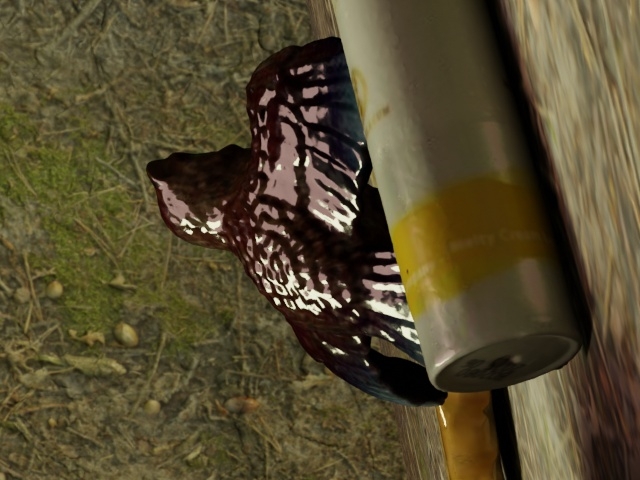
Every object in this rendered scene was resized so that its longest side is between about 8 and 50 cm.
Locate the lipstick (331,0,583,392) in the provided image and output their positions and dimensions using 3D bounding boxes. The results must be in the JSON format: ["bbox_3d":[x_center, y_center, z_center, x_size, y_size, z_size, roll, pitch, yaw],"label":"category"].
[{"bbox_3d":[0.037,-0.075,0.687,0.059,0.059,0.264,79,178,-67],"label":"lipstick"}]

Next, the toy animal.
[{"bbox_3d":[-0.007,-0.002,0.892,0.116,0.180,0.218,-67,-26,-45],"label":"toy animal"}]

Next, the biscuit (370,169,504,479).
[{"bbox_3d":[0.062,0.019,1.061,0.204,0.040,0.309,78,178,-70],"label":"biscuit"}]
